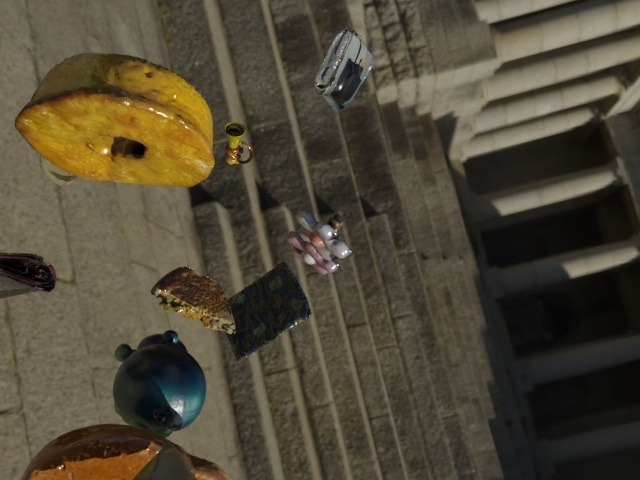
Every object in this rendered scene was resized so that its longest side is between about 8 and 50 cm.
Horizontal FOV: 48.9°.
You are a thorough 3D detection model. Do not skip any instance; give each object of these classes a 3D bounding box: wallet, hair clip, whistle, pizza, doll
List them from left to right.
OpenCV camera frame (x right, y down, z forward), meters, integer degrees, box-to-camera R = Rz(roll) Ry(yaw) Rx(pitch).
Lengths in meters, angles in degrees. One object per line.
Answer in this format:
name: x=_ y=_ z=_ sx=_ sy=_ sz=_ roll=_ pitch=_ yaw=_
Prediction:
wallet: x=-0.635 y=0.068 z=1.268 sx=0.262 sy=0.220 sz=0.072 roll=65 pitch=16 yaw=-81
doll: x=-0.357 y=0.308 z=1.556 sx=0.186 sy=0.198 sz=0.322 roll=-66 pitch=-156 yaw=13
pizza: x=-0.306 y=0.151 z=1.746 sx=0.069 sy=0.226 sz=0.147 roll=-55 pitch=-167 yaw=33
whistle: x=-0.182 y=-0.209 z=1.548 sx=0.109 sy=0.057 sz=0.046 roll=98 pitch=-26 yaw=-53
hair clip: x=-0.004 y=0.006 z=1.553 sx=0.075 sy=0.146 sz=0.257 roll=-56 pitch=-179 yaw=-28
wallet: x=0.058 y=-0.390 z=1.628 sx=0.170 sy=0.069 sz=0.231 roll=-60 pitch=170 yaw=5

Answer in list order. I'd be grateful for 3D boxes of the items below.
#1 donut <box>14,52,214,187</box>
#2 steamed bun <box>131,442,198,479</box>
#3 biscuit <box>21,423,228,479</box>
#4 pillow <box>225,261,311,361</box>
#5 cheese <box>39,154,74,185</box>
donut: x=-0.309 y=-0.184 z=1.099 sx=0.303 sy=0.302 sz=0.110 roll=68 pitch=27 yaw=-65
steamed bun: x=-0.271 y=0.456 z=1.098 sx=0.231 sy=0.212 sz=0.110 roll=45 pitch=-21 yaw=35
biscuit: x=-0.341 y=0.515 z=1.319 sx=0.455 sy=0.349 sz=0.078 roll=52 pitch=10 yaw=-26
pillow: x=-0.157 y=0.193 z=1.925 sx=0.034 sy=0.255 sz=0.189 roll=40 pitch=20 yaw=-58
cheese: x=-0.607 y=-0.314 z=1.885 sx=0.129 sy=0.351 sz=0.328 roll=43 pitch=-16 yaw=-11
